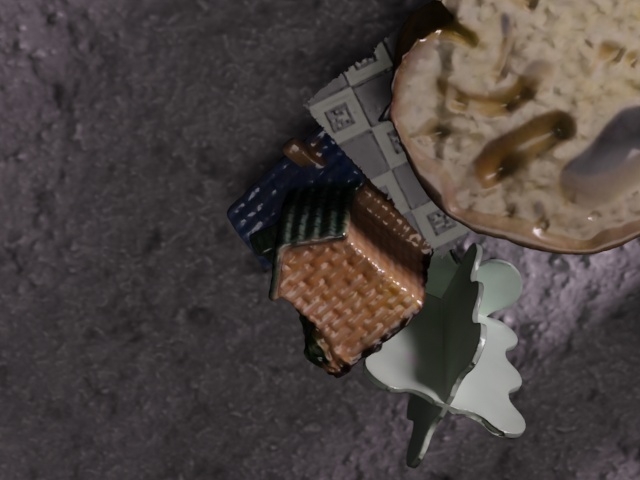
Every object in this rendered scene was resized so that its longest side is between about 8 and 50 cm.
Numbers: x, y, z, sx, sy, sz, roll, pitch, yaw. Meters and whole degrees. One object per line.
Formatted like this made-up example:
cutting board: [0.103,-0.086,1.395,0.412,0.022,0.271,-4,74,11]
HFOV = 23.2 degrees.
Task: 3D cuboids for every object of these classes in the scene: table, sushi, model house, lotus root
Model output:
table: [0.118,0.108,1.497,0.167,0.198,0.166,2,119,3]
sushi: [0.150,-0.147,1.429,0.279,0.043,0.192,-41,100,5]
model house: [0.000,0.000,1.455,0.166,0.183,0.172,-38,112,20]
lotus root: [0.241,-0.166,1.311,0.375,0.111,0.390,25,112,2]
